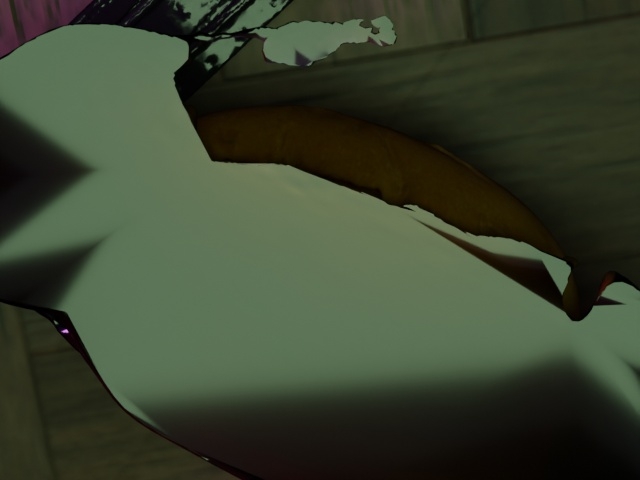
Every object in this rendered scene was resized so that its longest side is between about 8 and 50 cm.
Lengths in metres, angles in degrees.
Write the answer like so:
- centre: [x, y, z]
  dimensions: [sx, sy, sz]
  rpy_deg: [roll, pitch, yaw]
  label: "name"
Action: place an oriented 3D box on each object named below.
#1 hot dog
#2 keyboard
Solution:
- centre: [-0.002, 0.006, 0.845]
  dimensions: [0.326, 0.107, 0.194]
  rpy_deg: [41, 97, -10]
  label: "hot dog"
- centre: [-0.042, -0.117, 0.855]
  dimensions: [0.204, 0.013, 0.061]
  rpy_deg: [-42, 104, 9]
  label: "keyboard"
